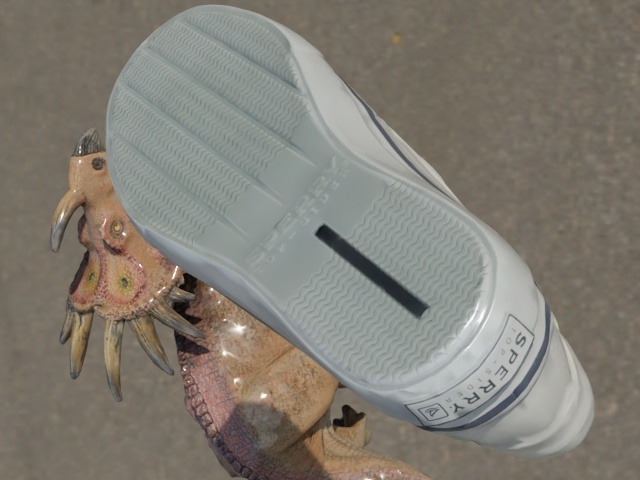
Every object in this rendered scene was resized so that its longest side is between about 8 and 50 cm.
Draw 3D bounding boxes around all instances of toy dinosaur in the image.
[{"bbox_3d":[-0.052,0.073,0.908,0.127,0.200,0.295,-42,78,36],"label":"toy dinosaur"}]

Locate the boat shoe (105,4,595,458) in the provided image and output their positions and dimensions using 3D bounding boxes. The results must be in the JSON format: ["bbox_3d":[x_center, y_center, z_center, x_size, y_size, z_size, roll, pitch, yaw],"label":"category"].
[{"bbox_3d":[0.000,0.000,0.468,0.083,0.076,0.226,-44,40,4],"label":"boat shoe"}]
